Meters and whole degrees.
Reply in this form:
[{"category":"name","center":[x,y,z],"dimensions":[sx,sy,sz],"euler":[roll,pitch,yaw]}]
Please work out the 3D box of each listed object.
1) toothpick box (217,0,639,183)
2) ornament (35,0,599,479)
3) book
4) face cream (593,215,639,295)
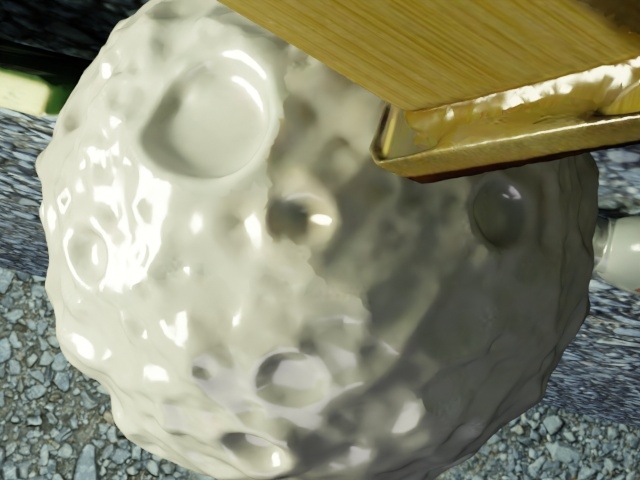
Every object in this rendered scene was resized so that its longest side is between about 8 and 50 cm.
[{"category":"toothpick box","center":[-0.010,-0.172,0.376],"dimensions":[0.308,0.190,0.187],"euler":[25,166,-28]},{"category":"ornament","center":[0.000,0.000,0.676],"dimensions":[0.337,0.337,0.337],"euler":[13,168,3]},{"category":"book","center":[-0.257,-0.130,0.837],"dimensions":[0.260,0.043,0.371],"euler":[13,-171,6]},{"category":"face cream","center":[0.343,0.023,1.075],"dimensions":[0.291,0.071,0.144],"euler":[14,166,-2]}]
